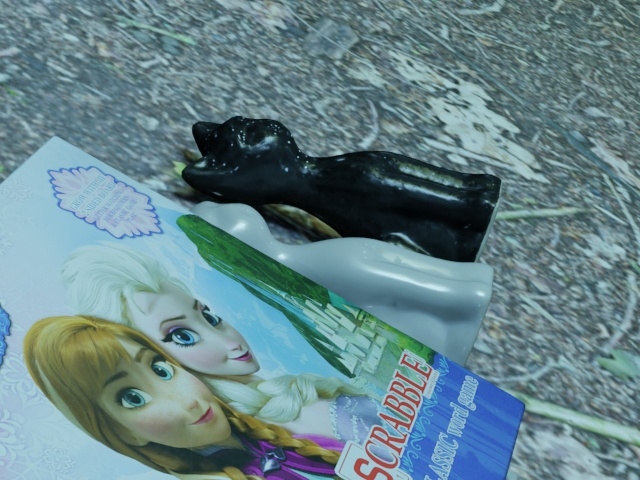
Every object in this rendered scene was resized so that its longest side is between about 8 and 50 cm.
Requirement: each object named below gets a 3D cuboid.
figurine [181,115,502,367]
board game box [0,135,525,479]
[{"bbox_3d":[0.000,0.000,1.170,0.209,0.092,0.215,20,27,-2],"label":"figurine"},{"bbox_3d":[-0.065,0.097,0.930,0.318,0.066,0.319,29,25,0],"label":"board game box"}]
